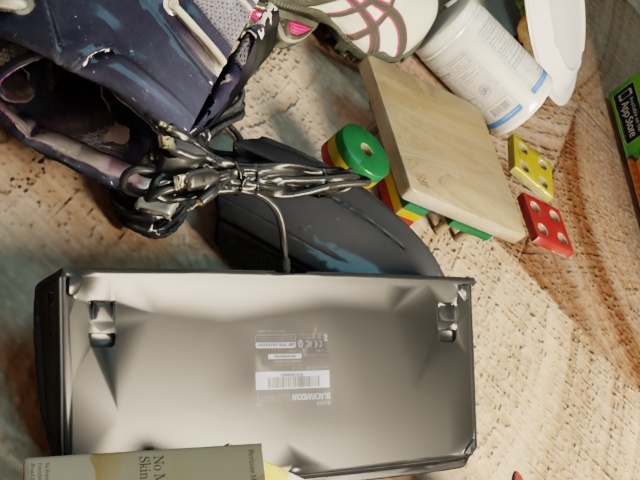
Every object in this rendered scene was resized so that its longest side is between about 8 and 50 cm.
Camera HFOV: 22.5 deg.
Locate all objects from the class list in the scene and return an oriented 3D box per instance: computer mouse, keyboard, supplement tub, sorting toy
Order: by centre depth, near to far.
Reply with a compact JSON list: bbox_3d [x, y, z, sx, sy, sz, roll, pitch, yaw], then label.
[{"bbox_3d":[-0.025,0.040,0.917,0.317,0.033,0.201,3,84,-44],"label":"keyboard"},{"bbox_3d":[0.000,0.000,1.040,0.272,0.072,0.188,43,31,-14],"label":"computer mouse"},{"bbox_3d":[0.088,-0.058,1.240,0.275,0.046,0.132,19,43,-41],"label":"sorting toy"},{"bbox_3d":[0.140,-0.149,1.380,0.107,0.071,0.071,45,32,-13],"label":"supplement tub"}]

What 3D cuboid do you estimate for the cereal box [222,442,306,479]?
[{"bbox_3d":[0.026,0.225,0.849,0.240,0.047,0.173,30,37,-38],"label":"cereal box"}]

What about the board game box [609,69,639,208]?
[{"bbox_3d":[0.549,-0.040,1.523,0.356,0.356,0.356,30,37,-32],"label":"board game box"}]

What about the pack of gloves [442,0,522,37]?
[{"bbox_3d":[0.156,-0.270,1.495,0.195,0.046,0.232,63,31,-13],"label":"pack of gloves"}]

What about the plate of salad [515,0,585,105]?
[{"bbox_3d":[0.208,-0.224,1.509,0.200,0.048,0.199,-4,90,-67],"label":"plate of salad"}]

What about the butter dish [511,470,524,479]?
[{"bbox_3d":[0.185,0.223,0.964,0.160,0.118,0.159,-77,144,-66],"label":"butter dish"}]

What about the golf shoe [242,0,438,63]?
[{"bbox_3d":[0.032,-0.207,1.255,0.273,0.120,0.105,-6,61,-56],"label":"golf shoe"}]

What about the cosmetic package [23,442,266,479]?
[{"bbox_3d":[-0.081,0.133,0.763,0.115,0.041,0.060,-4,50,-7],"label":"cosmetic package"}]

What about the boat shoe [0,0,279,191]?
[{"bbox_3d":[-0.185,-0.168,0.917,0.341,0.127,0.158,33,43,-11],"label":"boat shoe"}]
